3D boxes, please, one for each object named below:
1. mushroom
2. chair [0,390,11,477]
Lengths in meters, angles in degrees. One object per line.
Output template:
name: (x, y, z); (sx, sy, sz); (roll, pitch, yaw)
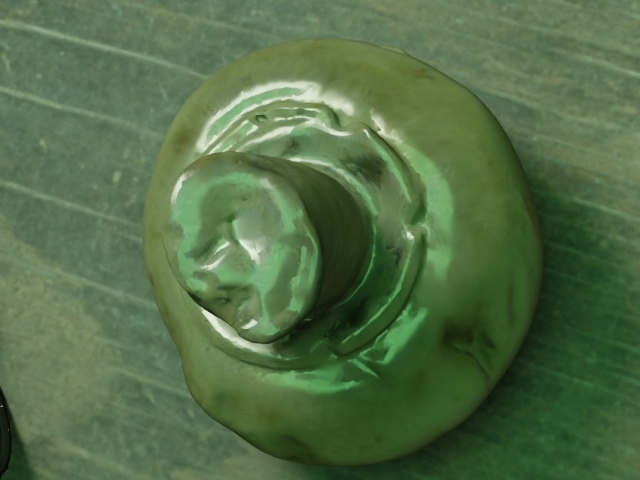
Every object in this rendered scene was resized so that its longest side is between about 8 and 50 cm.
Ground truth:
mushroom: (0.000, 0.000, 1.112); (0.314, 0.336, 0.314); (-1, 87, 12)
chair: (-0.467, 0.187, 1.254); (0.401, 0.226, 0.226); (-30, 73, 7)
